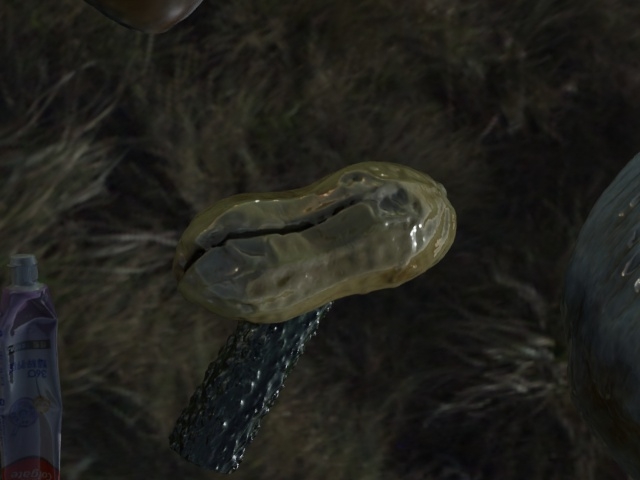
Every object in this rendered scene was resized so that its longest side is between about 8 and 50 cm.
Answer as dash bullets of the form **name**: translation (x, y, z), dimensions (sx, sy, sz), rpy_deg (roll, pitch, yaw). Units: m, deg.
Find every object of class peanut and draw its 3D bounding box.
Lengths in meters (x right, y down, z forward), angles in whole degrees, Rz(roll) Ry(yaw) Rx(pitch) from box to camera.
- **peanut**: translation (0.000, 0.000, 1.239), dimensions (0.290, 0.130, 0.130), rpy_deg (-17, 86, -22)

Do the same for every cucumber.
- **cucumber**: translation (-0.053, 0.105, 1.559), dimensions (0.096, 0.096, 0.359), rpy_deg (28, 98, -20)

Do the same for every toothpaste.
- **toothpaste**: translation (-0.335, 0.165, 1.524), dimensions (0.075, 0.048, 0.301), rpy_deg (-1, 100, -5)

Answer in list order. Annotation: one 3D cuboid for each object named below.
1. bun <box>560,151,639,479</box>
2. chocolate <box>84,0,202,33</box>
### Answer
- **bun**: translation (0.324, 0.045, 0.836), dimensions (0.362, 0.362, 0.211), rpy_deg (-47, 121, -29)
- **chocolate**: translation (-0.062, -0.222, 0.549), dimensions (0.157, 0.080, 0.254), rpy_deg (45, 44, -39)
